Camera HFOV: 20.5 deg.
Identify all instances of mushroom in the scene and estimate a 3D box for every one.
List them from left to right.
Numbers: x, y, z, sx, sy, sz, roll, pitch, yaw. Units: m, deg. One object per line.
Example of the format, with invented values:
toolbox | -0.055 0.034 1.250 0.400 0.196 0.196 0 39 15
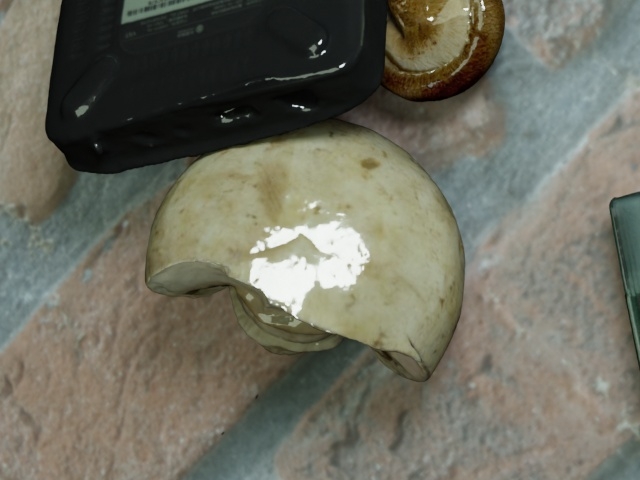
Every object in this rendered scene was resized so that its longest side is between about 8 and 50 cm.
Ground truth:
mushroom | 0.000 0.000 1.423 0.253 0.195 0.189 24 76 2
mushroom | 0.086 -0.168 1.400 0.127 0.087 0.127 2 95 27

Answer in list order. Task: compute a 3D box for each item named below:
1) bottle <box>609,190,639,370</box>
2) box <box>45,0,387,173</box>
bottle | 0.285 0.099 1.348 0.082 0.082 0.286 -10 93 25
box | -0.081 -0.204 1.413 0.290 0.073 0.289 -11 57 25
